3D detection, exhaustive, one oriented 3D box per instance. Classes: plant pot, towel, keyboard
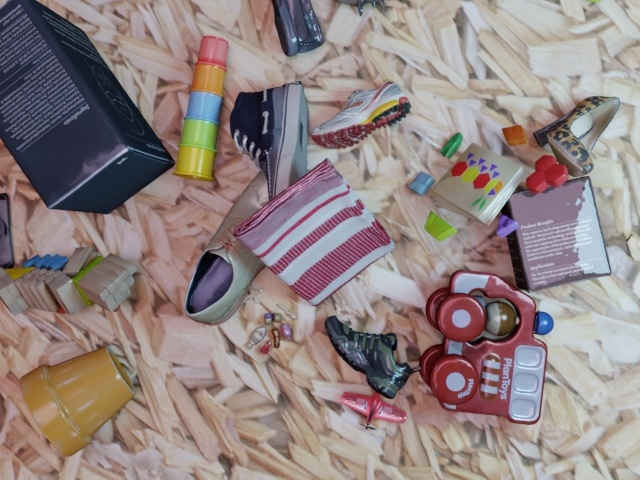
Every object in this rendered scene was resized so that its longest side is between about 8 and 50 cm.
[{"bbox_3d":[-0.521,0.336,1.691,0.188,0.205,0.205,-32,85,-10],"label":"plant pot"},{"bbox_3d":[0.000,0.000,1.578,0.237,0.329,0.037,-37,48,5],"label":"towel"},{"bbox_3d":[-0.779,-0.018,1.804,0.108,0.023,0.180,-5,88,1],"label":"keyboard"}]

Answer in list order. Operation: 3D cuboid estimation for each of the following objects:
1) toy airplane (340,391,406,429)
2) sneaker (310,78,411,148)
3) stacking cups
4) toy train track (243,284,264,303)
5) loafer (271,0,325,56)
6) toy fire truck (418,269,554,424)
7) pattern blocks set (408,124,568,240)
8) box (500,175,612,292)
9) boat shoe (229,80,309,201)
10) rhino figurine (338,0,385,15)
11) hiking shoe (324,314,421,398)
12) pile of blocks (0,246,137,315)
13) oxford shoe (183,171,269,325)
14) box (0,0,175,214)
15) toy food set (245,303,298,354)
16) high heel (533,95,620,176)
[{"bbox_3d":[0.121,0.341,1.684,0.151,0.028,0.151,0,90,5],"label":"toy airplane"},{"bbox_3d":[0.082,-0.274,1.681,0.225,0.088,0.093,-25,66,6],"label":"sneaker"},{"bbox_3d":[-0.264,-0.295,1.707,0.096,0.096,0.316,7,90,7],"label":"stacking cups"},{"bbox_3d":[-0.166,0.130,1.729,0.083,0.014,0.048,-29,86,6],"label":"toy train track"},{"bbox_3d":[-0.067,-0.561,1.696,0.095,0.109,0.303,-14,94,-13],"label":"loafer"},{"bbox_3d":[0.348,0.218,1.594,0.253,0.169,0.302,7,90,-1],"label":"toy fire truck"},{"bbox_3d":[0.321,-0.115,1.557,0.285,0.325,0.026,-45,126,8],"label":"pattern blocks set"},{"bbox_3d":[0.475,-0.010,1.576,0.168,0.167,0.203,-12,88,7],"label":"box"},{"bbox_3d":[-0.116,-0.187,1.631,0.158,0.127,0.341,-4,54,12],"label":"boat shoe"},{"bbox_3d":[0.055,-0.582,1.684,0.106,0.073,0.243,-43,86,1],"label":"rhino figurine"},{"bbox_3d":[0.108,0.232,1.659,0.114,0.086,0.227,-41,70,-12],"label":"hiking shoe"},{"bbox_3d":[-0.575,0.105,1.749,0.362,0.149,0.113,0,132,16],"label":"pile of blocks"},{"bbox_3d":[-0.168,0.008,1.661,0.140,0.146,0.397,25,88,9],"label":"oxford shoe"},{"bbox_3d":[-0.541,-0.275,1.642,0.212,0.293,0.395,-36,85,6],"label":"box"},{"bbox_3d":[-0.107,0.206,1.718,0.078,0.019,0.122,34,93,6],"label":"toy food set"},{"bbox_3d":[0.547,-0.219,1.532,0.186,0.261,0.093,-28,113,9],"label":"high heel"}]
